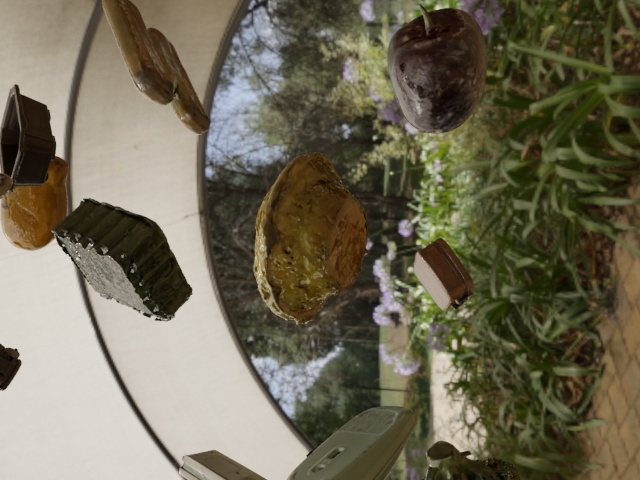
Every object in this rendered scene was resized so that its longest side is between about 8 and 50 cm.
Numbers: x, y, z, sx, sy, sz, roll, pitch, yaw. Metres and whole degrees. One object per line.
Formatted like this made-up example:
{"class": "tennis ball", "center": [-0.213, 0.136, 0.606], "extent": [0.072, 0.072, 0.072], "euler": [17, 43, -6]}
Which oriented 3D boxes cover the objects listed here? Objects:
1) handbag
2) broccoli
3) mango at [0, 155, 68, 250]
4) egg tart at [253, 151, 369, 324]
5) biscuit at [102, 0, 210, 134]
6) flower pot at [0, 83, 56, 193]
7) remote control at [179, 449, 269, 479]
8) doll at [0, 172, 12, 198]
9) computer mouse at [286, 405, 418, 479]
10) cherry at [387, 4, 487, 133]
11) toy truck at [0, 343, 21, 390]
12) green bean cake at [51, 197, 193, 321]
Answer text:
{"class": "handbag", "center": [0.280, 0.084, 1.333], "extent": [0.151, 0.072, 0.193], "euler": [56, 174, 19]}
{"class": "broccoli", "center": [0.162, 0.293, 0.680], "extent": [0.131, 0.130, 0.120], "euler": [-5, 110, 59]}
{"class": "mango", "center": [-0.718, -0.098, 1.483], "extent": [0.109, 0.157, 0.262], "euler": [-131, 63, -74]}
{"class": "egg tart", "center": [0.000, -0.001, 1.118], "extent": [0.341, 0.132, 0.341], "euler": [-33, -51, -54]}
{"class": "biscuit", "center": [-0.344, -0.369, 1.223], "extent": [0.290, 0.062, 0.237], "euler": [63, -170, 22]}
{"class": "flower pot", "center": [-0.661, -0.224, 1.325], "extent": [0.179, 0.084, 0.251], "euler": [-57, 46, 29]}
{"class": "remote control", "center": [-0.169, 0.534, 1.252], "extent": [0.103, 0.277, 0.055], "euler": [21, -94, -59]}
{"class": "doll", "center": [-0.465, 0.001, 0.633], "extent": [0.278, 0.154, 0.119], "euler": [-53, -54, -43]}
{"class": "computer mouse", "center": [0.060, 0.401, 1.031], "extent": [0.288, 0.159, 0.097], "euler": [-28, -87, -37]}
{"class": "cherry", "center": [0.260, -0.383, 1.306], "extent": [0.296, 0.218, 0.255], "euler": [76, -163, -44]}
{"class": "toy truck", "center": [-0.950, 0.298, 1.551], "extent": [0.268, 0.155, 0.124], "euler": [54, -154, -29]}
{"class": "green bean cake", "center": [-0.418, 0.049, 1.260], "extent": [0.132, 0.241, 0.255], "euler": [-56, -34, -32]}
